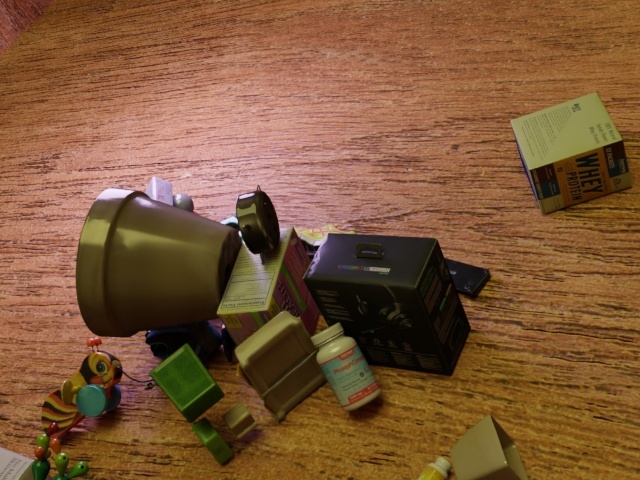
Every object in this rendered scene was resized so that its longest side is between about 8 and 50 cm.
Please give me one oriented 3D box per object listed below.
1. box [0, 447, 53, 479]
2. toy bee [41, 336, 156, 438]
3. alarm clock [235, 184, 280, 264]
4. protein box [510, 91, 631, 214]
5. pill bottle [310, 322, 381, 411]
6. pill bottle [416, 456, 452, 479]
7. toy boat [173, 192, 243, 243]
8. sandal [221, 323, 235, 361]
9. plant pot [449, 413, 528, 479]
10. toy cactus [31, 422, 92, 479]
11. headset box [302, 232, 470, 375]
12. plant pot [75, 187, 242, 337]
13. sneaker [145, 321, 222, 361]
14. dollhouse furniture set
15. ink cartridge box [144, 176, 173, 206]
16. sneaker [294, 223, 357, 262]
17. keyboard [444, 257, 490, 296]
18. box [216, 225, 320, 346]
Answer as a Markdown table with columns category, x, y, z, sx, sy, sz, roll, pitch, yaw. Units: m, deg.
| category | x | y | z | sx | sy | sz | roll | pitch | yaw |
| --- | --- | --- | --- | --- | --- | --- | --- | --- | --- |
| box | -0.714 | 0.509 | 1.958 | 0.275 | 0.094 | 0.113 | 6 | 47 | 34 |
| toy bee | -0.499 | 0.306 | 2.015 | 0.298 | 0.162 | 0.195 | -26 | -6 | -12 |
| alarm clock | -0.126 | -0.052 | 1.890 | 0.064 | 0.129 | 0.192 | -17 | 40 | 10 |
| protein box | 0.553 | -0.195 | 2.012 | 0.201 | 0.136 | 0.200 | -18 | 39 | 11 |
| pill bottle | 0.047 | 0.246 | 1.771 | 0.087 | 0.160 | 0.087 | -29 | -2 | -1 |
| pill bottle | 0.195 | 0.422 | 1.592 | 0.043 | 0.043 | 0.083 | 20 | 58 | 42 |
| toy boat | -0.279 | -0.005 | 2.253 | 0.267 | 0.148 | 0.318 | -37 | 40 | -13 |
| sandal | -0.194 | 0.197 | 2.048 | 0.040 | 0.067 | 0.179 | -6 | 39 | 7 |
| plant pot | 0.284 | 0.382 | 1.546 | 0.096 | 0.109 | 0.109 | -30 | 37 | 15 |
| toy cactus | -0.544 | 0.501 | 1.845 | 0.180 | 0.112 | 0.219 | -37 | 78 | 4 |
| headset box | 0.131 | 0.117 | 1.780 | 0.246 | 0.283 | 0.131 | 3 | 47 | 32 |
| plant pot | -0.323 | 0.059 | 1.932 | 0.280 | 0.323 | 0.323 | 5 | 46 | 12 |
| sneaker | -0.366 | 0.188 | 2.105 | 0.139 | 0.125 | 0.341 | -45 | 39 | -11 |
| dollhouse furniture set | -0.153 | 0.270 | 1.835 | 0.301 | 0.198 | 0.151 | -38 | 39 | -12 |
| ink cartridge box | -0.463 | 0.011 | 2.316 | 0.311 | 0.065 | 0.186 | -54 | 28 | 28 |
| sneaker | 0.000 | 0.000 | 2.158 | 0.208 | 0.081 | 0.094 | 14 | 46 | 31 |
| keyboard | 0.266 | 0.083 | 1.953 | 0.180 | 0.023 | 0.108 | 15 | 48 | 41 |
| box | -0.098 | 0.131 | 1.945 | 0.117 | 0.214 | 0.243 | -6 | 43 | 23 |
